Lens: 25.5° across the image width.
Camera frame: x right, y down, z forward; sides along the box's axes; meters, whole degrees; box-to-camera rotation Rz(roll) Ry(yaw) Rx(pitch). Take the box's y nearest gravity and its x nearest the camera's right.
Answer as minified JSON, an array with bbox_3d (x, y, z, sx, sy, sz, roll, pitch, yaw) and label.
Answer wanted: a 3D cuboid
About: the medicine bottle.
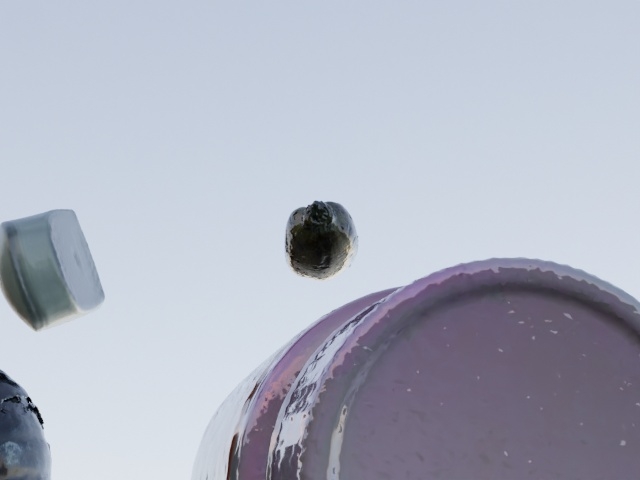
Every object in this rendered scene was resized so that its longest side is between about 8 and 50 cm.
[{"bbox_3d":[0.051,0.139,0.768,0.219,0.219,0.388,18,-13,-7],"label":"medicine bottle"}]

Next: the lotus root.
[{"bbox_3d":[0.000,0.000,1.002,0.054,0.049,0.099,-13,-19,-3],"label":"lotus root"}]

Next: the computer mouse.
[{"bbox_3d":[-0.294,0.030,1.520,0.079,0.127,0.231,-16,-2,5],"label":"computer mouse"}]

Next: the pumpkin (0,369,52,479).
[{"bbox_3d":[-0.366,0.218,1.327,0.233,0.233,0.163,10,-3,8],"label":"pumpkin"}]
